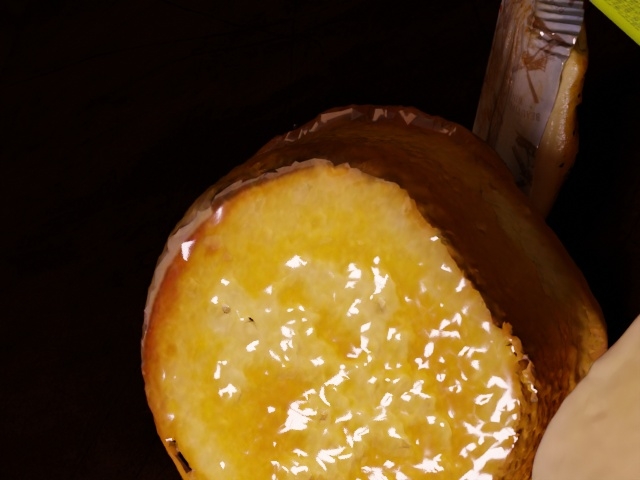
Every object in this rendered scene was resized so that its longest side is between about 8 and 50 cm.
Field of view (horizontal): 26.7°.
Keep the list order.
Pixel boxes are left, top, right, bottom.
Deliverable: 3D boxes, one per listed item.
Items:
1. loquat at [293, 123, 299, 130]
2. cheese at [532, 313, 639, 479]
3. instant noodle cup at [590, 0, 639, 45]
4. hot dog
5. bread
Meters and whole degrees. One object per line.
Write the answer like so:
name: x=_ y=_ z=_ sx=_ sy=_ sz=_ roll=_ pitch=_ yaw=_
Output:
loquat: x=0.000 y=0.000 z=1.376 sx=0.244 sy=0.244 sz=0.244 roll=-37 pitch=39 yaw=37
cheese: x=0.317 y=0.064 z=0.744 sx=0.384 sy=0.104 sz=0.384 roll=-37 pitch=38 yaw=36
instant noodle cup: x=0.287 y=-0.298 z=1.088 sx=0.294 sy=0.308 sz=0.294 roll=-37 pitch=38 yaw=37
hot dog: x=0.194 y=-0.123 z=1.231 sx=0.162 sy=0.082 sz=0.270 roll=-97 pitch=14 yaw=-53
bread: x=0.030 y=0.083 z=1.140 sx=0.398 sy=0.215 sz=0.398 roll=3 pitch=97 yaw=23
